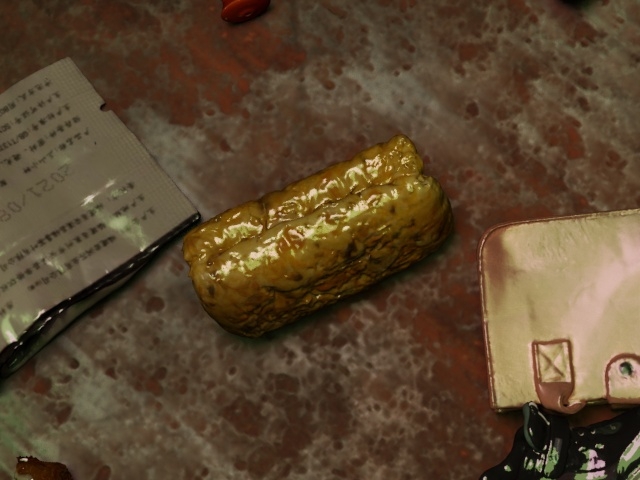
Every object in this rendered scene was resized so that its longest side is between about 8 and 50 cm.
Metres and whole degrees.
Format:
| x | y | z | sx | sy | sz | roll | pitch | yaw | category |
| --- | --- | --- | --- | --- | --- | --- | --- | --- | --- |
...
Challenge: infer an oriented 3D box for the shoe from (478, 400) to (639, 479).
| x | y | z | sx | sy | sz | roll | pitch | yaw | category |
| --- | --- | --- | --- | --- | --- | --- | --- | --- | --- |
| 0.180 | 0.161 | 1.204 | 0.169 | 0.071 | 0.099 | -38 | 104 | 15 | shoe |

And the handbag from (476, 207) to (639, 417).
| x | y | z | sx | sy | sz | roll | pitch | yaw | category |
| --- | --- | --- | --- | --- | --- | --- | --- | --- | --- |
| 0.232 | 0.057 | 1.253 | 0.213 | 0.059 | 0.157 | -5 | 76 | 6 | handbag |

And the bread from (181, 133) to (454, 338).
| x | y | z | sx | sy | sz | roll | pitch | yaw | category |
| --- | --- | --- | --- | --- | --- | --- | --- | --- | --- |
| 0.000 | 0.000 | 1.275 | 0.211 | 0.114 | 0.083 | -27 | 59 | 2 | bread |

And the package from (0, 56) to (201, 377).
| x | y | z | sx | sy | sz | roll | pitch | yaw | category |
| --- | --- | --- | --- | --- | --- | --- | --- | --- | --- |
| -0.256 | -0.015 | 1.340 | 0.251 | 0.062 | 0.204 | -39 | 76 | -5 | package |

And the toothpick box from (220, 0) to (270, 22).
| x | y | z | sx | sy | sz | roll | pitch | yaw | category |
| --- | --- | --- | --- | --- | --- | --- | --- | --- | --- |
| -0.076 | -0.228 | 1.367 | 0.047 | 0.047 | 0.083 | -22 | 76 | 3 | toothpick box |

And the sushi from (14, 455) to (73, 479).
| x | y | z | sx | sy | sz | roll | pitch | yaw | category |
| --- | --- | --- | --- | --- | --- | --- | --- | --- | --- |
| -0.221 | 0.228 | 1.285 | 0.060 | 0.061 | 0.118 | -18 | 55 | 12 | sushi |
